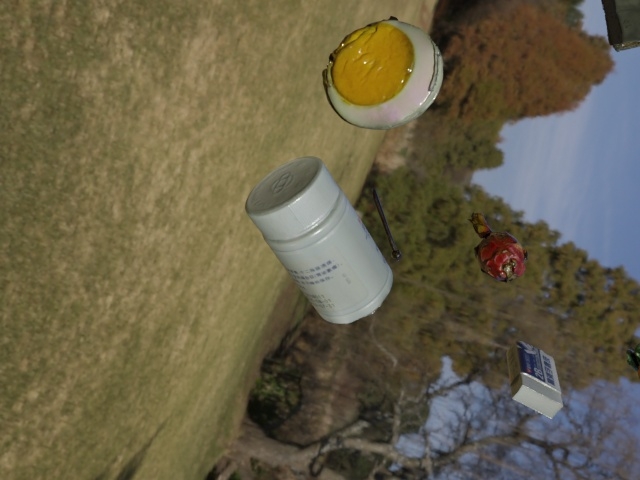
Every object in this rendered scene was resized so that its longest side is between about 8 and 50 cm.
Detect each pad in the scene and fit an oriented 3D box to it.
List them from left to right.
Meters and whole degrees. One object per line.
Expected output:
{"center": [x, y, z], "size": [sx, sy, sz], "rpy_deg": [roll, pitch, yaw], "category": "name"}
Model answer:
{"center": [0.721, -0.528, 1.602], "size": [0.022, 0.174, 0.233], "rpy_deg": [58, 30, -59], "category": "pad"}

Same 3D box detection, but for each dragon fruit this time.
{"center": [0.460, 0.011, 1.908], "size": [0.125, 0.125, 0.246], "rpy_deg": [76, -11, -51], "category": "dragon fruit"}

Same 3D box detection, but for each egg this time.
{"center": [0.160, -0.382, 1.741], "size": [0.174, 0.286, 0.264], "rpy_deg": [24, 48, -72], "category": "egg"}

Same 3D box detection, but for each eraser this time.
{"center": [0.560, 0.362, 1.889], "size": [0.068, 0.124, 0.210], "rpy_deg": [-60, -176, 26], "category": "eraser"}

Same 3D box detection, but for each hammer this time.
{"center": [0.151, -0.036, 1.689], "size": [0.065, 0.021, 0.178], "rpy_deg": [78, -9, -83], "category": "hammer"}

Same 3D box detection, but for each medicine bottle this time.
{"center": [0.000, 0.000, 1.495], "size": [0.332, 0.190, 0.190], "rpy_deg": [56, 38, -33], "category": "medicine bottle"}

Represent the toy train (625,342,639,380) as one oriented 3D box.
{"center": [0.931, 0.379, 1.940], "size": [0.116, 0.285, 0.177], "rpy_deg": [-31, -136, 25], "category": "toy train"}
